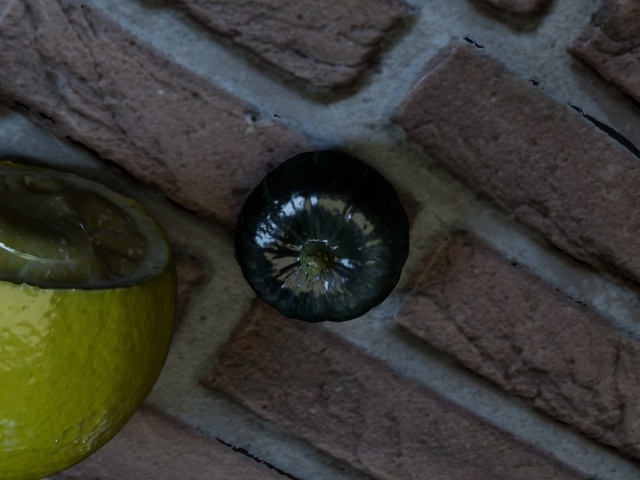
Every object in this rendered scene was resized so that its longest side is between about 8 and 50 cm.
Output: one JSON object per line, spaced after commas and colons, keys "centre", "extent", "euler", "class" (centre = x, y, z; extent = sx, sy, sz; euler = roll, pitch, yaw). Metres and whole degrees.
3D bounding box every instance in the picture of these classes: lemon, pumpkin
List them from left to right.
{"centre": [-0.338, 0.105, 1.560], "extent": [0.364, 0.364, 0.364], "euler": [-4, 112, -10], "class": "lemon"}
{"centre": [0.002, -0.001, 1.682], "extent": [0.212, 0.152, 0.211], "euler": [-2, 108, -6], "class": "pumpkin"}

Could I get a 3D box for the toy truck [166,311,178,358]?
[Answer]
{"centre": [-0.198, 0.122, 1.761], "extent": [0.032, 0.024, 0.083], "euler": [1, 111, -44], "class": "toy truck"}
